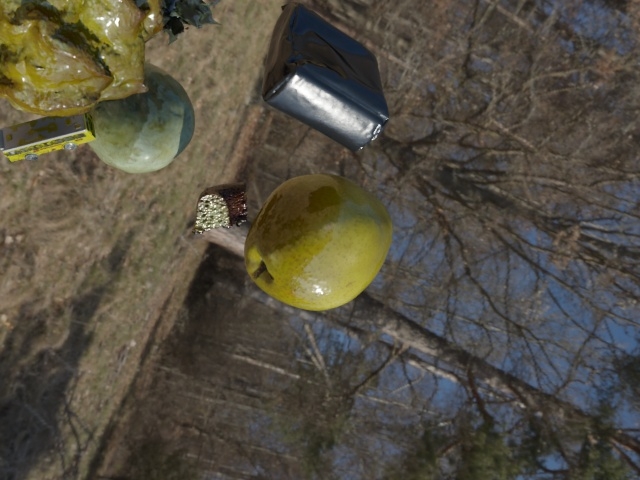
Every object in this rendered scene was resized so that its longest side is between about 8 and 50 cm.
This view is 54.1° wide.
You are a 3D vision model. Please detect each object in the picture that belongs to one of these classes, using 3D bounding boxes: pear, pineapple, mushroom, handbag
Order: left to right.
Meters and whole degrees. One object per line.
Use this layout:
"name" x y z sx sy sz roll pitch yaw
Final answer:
"mushroom" -0.545 -0.370 1.876 0.260 0.351 0.353 141 -37 -64
"pineapple" -0.289 -0.425 1.092 0.364 0.165 0.166 44 -67 46
"handbag" -0.003 -0.378 1.473 0.178 0.301 0.275 -40 -138 36
"pear" 0.000 0.000 1.642 0.362 0.418 0.363 22 -58 40

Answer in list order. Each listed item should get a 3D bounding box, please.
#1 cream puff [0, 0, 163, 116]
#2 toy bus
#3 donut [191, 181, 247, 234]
"cream puff" -0.296 -0.255 0.743 0.244 0.244 0.196 4 -64 68
"toy bus" -0.691 -0.265 1.592 0.074 0.226 0.081 81 -4 -74
"donut" -0.300 -0.104 1.872 0.144 0.186 0.126 -127 -141 -54
